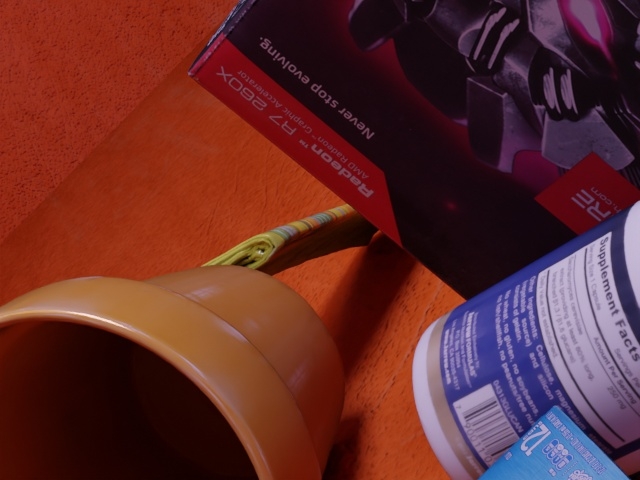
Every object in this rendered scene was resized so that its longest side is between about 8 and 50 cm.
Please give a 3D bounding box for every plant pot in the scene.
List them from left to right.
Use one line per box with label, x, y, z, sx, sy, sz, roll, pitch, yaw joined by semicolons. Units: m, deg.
plant pot;-0.077;0.101;0.849;0.205;0.205;0.188;-37;1;28

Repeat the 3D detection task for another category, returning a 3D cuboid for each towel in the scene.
towel;0.000;0.000;1.024;0.102;0.021;0.237;-28;-4;34

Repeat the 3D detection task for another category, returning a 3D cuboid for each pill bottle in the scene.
pill bottle;0.125;0.037;0.638;0.169;0.094;0.094;-33;19;35

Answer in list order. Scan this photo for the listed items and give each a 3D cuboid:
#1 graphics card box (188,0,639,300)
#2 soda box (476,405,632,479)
graphics card box;0.131;-0.108;0.643;0.371;0.233;0.094;-42;12;48
soda box;0.101;0.126;0.511;0.067;0.071;0.210;-44;15;1
